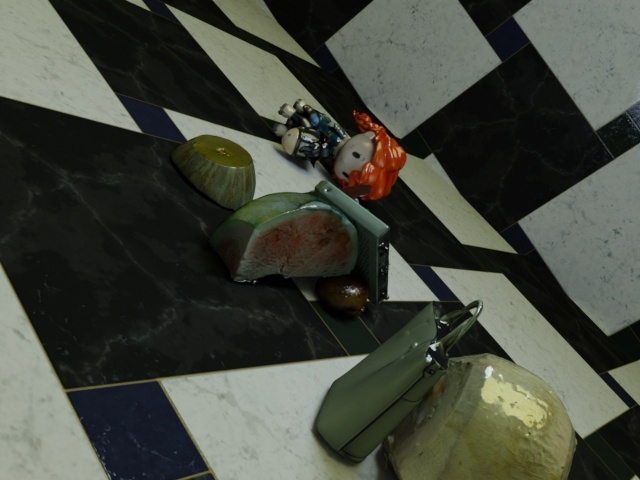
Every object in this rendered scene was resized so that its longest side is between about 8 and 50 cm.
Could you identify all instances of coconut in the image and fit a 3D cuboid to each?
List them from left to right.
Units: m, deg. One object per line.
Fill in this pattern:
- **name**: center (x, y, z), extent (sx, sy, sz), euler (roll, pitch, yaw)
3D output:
- **coconut**: center (0.265, 0.331, 1.121), extent (0.255, 0.297, 0.297), euler (36, 21, -8)

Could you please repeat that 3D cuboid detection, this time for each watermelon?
- **watermelon**: center (-0.052, -0.005, 1.385), extent (0.305, 0.180, 0.224), euler (2, -2, -39)

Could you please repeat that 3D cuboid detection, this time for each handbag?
- **handbag**: center (0.130, 0.193, 1.117), extent (0.109, 0.315, 0.241), euler (37, 20, -2)

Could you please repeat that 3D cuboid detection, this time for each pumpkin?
- **pumpkin**: center (-0.220, -0.170, 1.561), extent (0.217, 0.110, 0.217), euler (31, 28, -19)

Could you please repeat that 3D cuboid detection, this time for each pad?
- **pad**: center (-0.017, -0.100, 1.604), extent (0.181, 0.267, 0.004), euler (-64, 147, -76)

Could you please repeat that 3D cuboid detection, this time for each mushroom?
- **mushroom**: center (0.045, 0.112, 1.492), extent (0.127, 0.087, 0.127), euler (15, 16, -5)

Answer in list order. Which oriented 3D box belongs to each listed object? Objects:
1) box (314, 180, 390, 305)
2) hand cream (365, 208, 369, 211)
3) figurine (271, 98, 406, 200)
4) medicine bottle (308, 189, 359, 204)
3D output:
- **box**: center (0.073, 0.011, 1.502), extent (0.211, 0.045, 0.270), euler (38, -25, 29)
- **hand cream**: center (0.130, -0.063, 2.053), extent (0.036, 0.023, 0.122), euler (48, 20, -13)
- **figurine**: center (0.049, -0.287, 2.127), extent (0.412, 0.241, 0.306), euler (23, 16, -15)
- **medicine bottle**: center (0.010, -0.073, 1.691), extent (0.132, 0.088, 0.188), euler (-6, 11, -10)
